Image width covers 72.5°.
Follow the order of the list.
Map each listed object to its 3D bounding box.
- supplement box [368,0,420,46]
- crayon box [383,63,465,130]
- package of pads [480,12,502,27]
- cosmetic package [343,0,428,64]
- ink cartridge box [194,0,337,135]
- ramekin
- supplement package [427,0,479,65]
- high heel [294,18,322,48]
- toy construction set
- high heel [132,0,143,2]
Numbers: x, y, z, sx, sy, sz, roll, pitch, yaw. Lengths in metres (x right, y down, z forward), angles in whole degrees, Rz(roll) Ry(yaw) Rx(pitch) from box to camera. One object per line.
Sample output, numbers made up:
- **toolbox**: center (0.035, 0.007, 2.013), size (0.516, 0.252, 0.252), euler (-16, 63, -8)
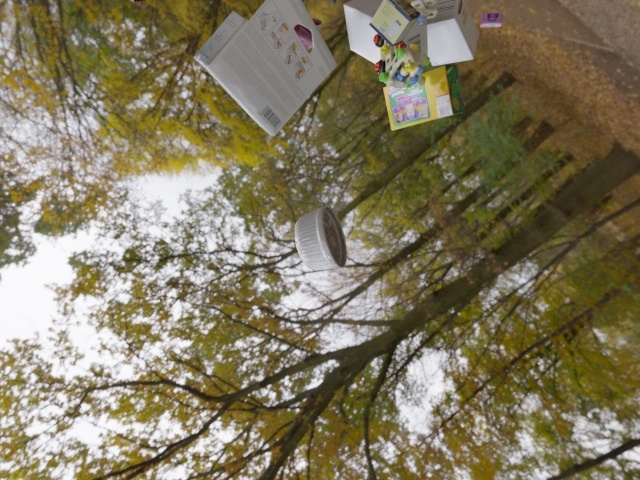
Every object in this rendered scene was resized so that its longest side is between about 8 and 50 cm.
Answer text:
- **supplement box**: center (0.181, -0.540, 1.068), size (0.083, 0.083, 0.056), euler (45, -131, 2)
- **crayon box**: center (0.369, -0.512, 1.585), size (0.081, 0.278, 0.166), euler (-21, -77, -39)
- **package of pads**: center (0.704, -0.907, 1.799), size (0.083, 0.050, 0.032), euler (5, 177, 16)
- **cosmetic package**: center (0.269, -0.863, 1.820), size (0.385, 0.156, 0.217), euler (48, 164, 42)
- **ink cartridge box**: center (-0.107, -0.399, 0.973), size (0.060, 0.239, 0.275), euler (43, -177, 30)
- **ramekin**: center (0.000, 0.000, 1.405), size (0.207, 0.108, 0.207), euler (-15, -90, -71)
- **supplement package**: center (0.560, -0.934, 1.948), size (0.203, 0.145, 0.261), euler (7, 165, 39)
- **high heel**: center (-0.094, -0.876, 1.777), size (0.181, 0.127, 0.377), euler (25, -158, -15)
- **toy construction set**: center (0.275, -0.644, 1.437), size (0.151, 0.215, 0.328), euler (18, -105, -20)
- **high heel**: center (-0.447, -0.697, 1.226), size (0.244, 0.082, 0.117), euler (-17, -107, -54)
